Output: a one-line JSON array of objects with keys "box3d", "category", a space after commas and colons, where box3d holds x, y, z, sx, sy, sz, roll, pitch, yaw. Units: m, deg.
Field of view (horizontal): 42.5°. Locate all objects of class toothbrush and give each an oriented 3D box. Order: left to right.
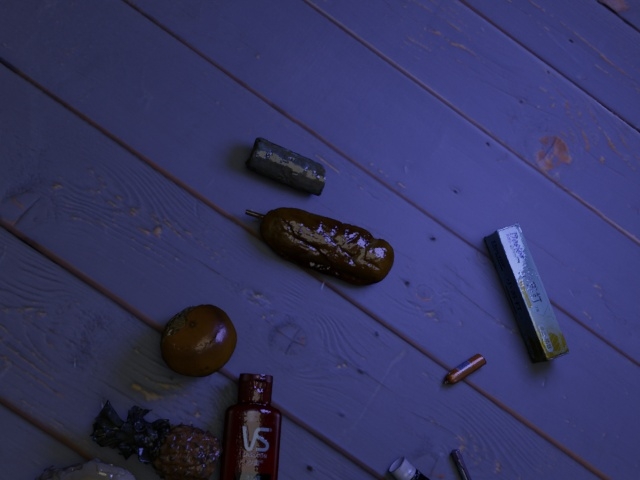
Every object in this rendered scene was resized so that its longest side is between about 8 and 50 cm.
[{"box3d": [0.361, 0.611, 1.754, 0.029, 0.024, 0.354, -20, 83, -24], "category": "toothbrush"}]

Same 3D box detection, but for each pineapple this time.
[{"box3d": [-0.317, 0.389, 1.584, 0.248, 0.128, 0.128, 26, 72, -4], "category": "pineapple"}]

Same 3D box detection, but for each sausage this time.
[{"box3d": [0.315, 0.287, 1.818, 0.107, 0.031, 0.031, -28, 85, -18], "category": "sausage"}]

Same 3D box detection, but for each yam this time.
[{"box3d": [-0.072, -0.161, 1.801, 0.179, 0.078, 0.078, 21, 72, -8], "category": "yam"}]

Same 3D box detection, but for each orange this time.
[{"box3d": [-0.244, 0.204, 1.647, 0.156, 0.134, 0.157, -5, 39, 4], "category": "orange"}]

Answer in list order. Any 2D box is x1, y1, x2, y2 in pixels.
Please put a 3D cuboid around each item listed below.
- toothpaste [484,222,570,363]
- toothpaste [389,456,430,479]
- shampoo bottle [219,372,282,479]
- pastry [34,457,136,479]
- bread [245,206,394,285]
[{"box3d": [0.468, 0.119, 1.868, 0.071, 0.089, 0.313, -18, 82, -13], "category": "toothpaste"}, {"box3d": [0.225, 0.535, 1.730, 0.071, 0.045, 0.193, -43, 96, -19], "category": "toothpaste"}, {"box3d": [-0.139, 0.425, 1.641, 0.118, 0.076, 0.314, 7, 75, -10], "category": "shampoo bottle"}, {"box3d": [-0.430, 0.530, 1.514, 0.264, 0.133, 0.265, 5, 72, -14], "category": "pastry"}, {"box3d": [-0.001, 0.000, 1.777, 0.343, 0.084, 0.124, 21, 72, -8], "category": "bread"}]
